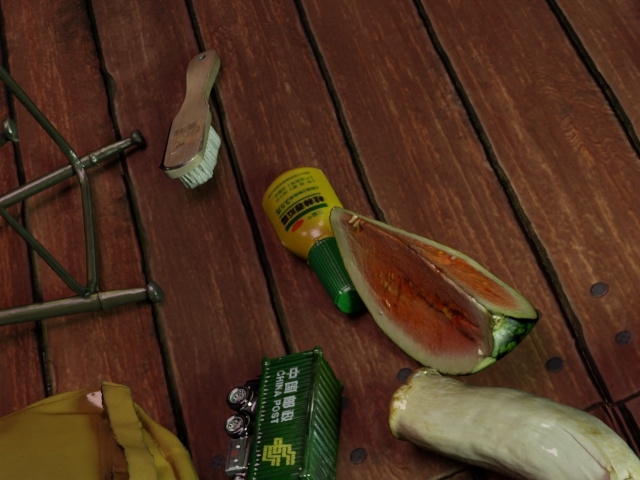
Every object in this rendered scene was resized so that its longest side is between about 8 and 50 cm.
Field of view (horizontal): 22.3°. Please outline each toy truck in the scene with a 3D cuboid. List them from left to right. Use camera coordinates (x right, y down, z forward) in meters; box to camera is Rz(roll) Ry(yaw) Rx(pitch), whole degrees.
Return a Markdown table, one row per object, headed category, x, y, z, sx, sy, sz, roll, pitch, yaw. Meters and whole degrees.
| category | x | y | z | sx | sy | sz | roll | pitch | yaw |
| --- | --- | --- | --- | --- | --- | --- | --- | --- | --- |
| toy truck | -0.050 | 0.254 | 1.865 | 0.121 | 0.088 | 0.259 | -13 | 44 | 19 |

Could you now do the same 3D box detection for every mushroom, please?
| category | x | y | z | sx | sy | sz | roll | pitch | yaw |
| --- | --- | --- | --- | --- | --- | --- | --- | --- | --- |
| mushroom | 0.214 | 0.220 | 1.733 | 0.122 | 0.095 | 0.351 | -26 | 30 | -35 |

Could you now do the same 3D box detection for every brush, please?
| category | x | y | z | sx | sy | sz | roll | pitch | yaw |
| --- | --- | --- | --- | --- | --- | --- | --- | --- | --- |
| brush | -0.176 | -0.178 | 2.385 | 0.070 | 0.065 | 0.327 | -23 | 32 | 18 |

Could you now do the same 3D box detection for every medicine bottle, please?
| category | x | y | z | sx | sy | sz | roll | pitch | yaw |
| --- | --- | --- | --- | --- | --- | --- | --- | --- | --- |
| medicine bottle | 0.000 | 0.000 | 2.098 | 0.095 | 0.064 | 0.260 | -30 | 42 | 1 |

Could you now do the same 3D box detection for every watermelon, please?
| category | x | y | z | sx | sy | sz | roll | pitch | yaw |
| --- | --- | --- | --- | --- | --- | --- | --- | --- | --- |
| watermelon | 0.130 | 0.080 | 1.904 | 0.303 | 0.159 | 0.128 | 36 | 103 | 44 |

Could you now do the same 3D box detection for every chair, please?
| category | x | y | z | sx | sy | sz | roll | pitch | yaw |
| --- | --- | --- | --- | --- | --- | --- | --- | --- | --- |
| chair | -0.497 | -0.058 | 2.237 | 0.410 | 0.365 | 0.362 | -26 | 42 | 12 |

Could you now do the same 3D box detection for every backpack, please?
| category | x | y | z | sx | sy | sz | roll | pitch | yaw |
| --- | --- | --- | --- | --- | --- | --- | --- | --- | --- |
| backpack | -0.302 | 0.326 | 1.823 | 0.353 | 0.201 | 0.378 | -21 | 29 | -14 |
